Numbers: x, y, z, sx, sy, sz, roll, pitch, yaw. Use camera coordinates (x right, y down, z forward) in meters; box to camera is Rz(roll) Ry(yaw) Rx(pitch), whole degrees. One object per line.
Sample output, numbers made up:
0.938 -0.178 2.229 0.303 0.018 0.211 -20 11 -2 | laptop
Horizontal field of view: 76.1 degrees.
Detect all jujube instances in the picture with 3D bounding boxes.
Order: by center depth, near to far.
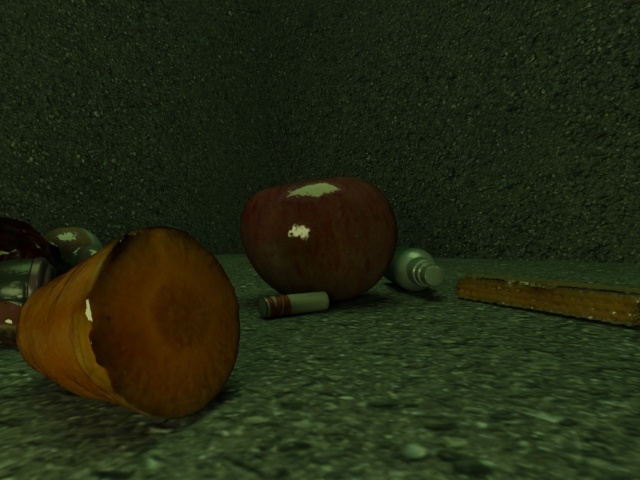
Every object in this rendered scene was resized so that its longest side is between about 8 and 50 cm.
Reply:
-0.685 0.056 0.874 0.216 0.216 0.342 -2 7 -41 | jujube

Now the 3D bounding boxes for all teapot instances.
-0.536 0.086 0.694 0.146 0.115 0.148 2 -3 -26 | teapot

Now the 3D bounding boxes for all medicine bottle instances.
0.238 0.074 1.054 0.110 0.110 0.352 -1 0 -3 | medicine bottle

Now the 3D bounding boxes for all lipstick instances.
-0.048 0.118 0.760 0.131 0.038 0.038 -1 1 -32 | lipstick

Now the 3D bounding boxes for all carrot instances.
-0.209 0.082 0.387 0.225 0.159 0.159 -12 -4 26 | carrot

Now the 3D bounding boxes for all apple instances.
0.000 0.000 0.921 0.345 0.269 0.345 -9 4 1 | apple

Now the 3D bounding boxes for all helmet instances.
-0.420 0.122 0.575 0.065 0.049 0.084 -38 -47 27 | helmet

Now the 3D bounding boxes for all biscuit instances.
0.425 0.103 0.771 0.094 0.054 0.379 0 0 -28 | biscuit

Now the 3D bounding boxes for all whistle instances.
-0.614 0.062 1.085 0.348 0.189 0.189 11 6 22 | whistle
